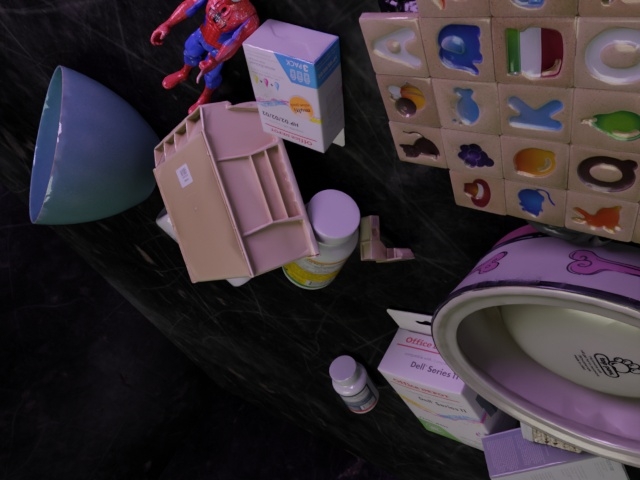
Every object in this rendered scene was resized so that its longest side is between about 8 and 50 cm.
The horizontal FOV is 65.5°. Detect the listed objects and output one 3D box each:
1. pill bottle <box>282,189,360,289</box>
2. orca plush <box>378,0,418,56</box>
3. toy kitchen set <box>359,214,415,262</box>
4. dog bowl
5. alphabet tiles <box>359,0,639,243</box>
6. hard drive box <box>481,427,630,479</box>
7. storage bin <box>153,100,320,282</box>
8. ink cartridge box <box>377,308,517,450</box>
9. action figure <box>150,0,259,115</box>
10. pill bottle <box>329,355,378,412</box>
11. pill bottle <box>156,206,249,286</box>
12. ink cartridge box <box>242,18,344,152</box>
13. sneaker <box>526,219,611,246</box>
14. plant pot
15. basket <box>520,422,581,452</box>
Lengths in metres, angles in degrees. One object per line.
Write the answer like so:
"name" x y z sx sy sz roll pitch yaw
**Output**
"pill bottle" 0.000 0.000 0.873 0.117 0.118 0.208 33 153 3
"orca plush" 0.101 -0.208 0.445 0.151 0.102 0.287 17 148 30
"toy kitchen set" 0.120 -0.003 0.833 0.083 0.075 0.068 2 172 -30
"dog bowl" 0.364 0.135 0.658 0.407 0.150 0.408 26 151 16
"alphabet tiles" 0.196 -0.098 0.386 0.342 0.011 0.285 17 153 34
"hard drive box" 0.467 0.444 0.985 0.232 0.089 0.181 -23 125 20
"storage bin" -0.157 -0.068 0.828 0.262 0.123 0.261 -10 99 57
"ink cartridge box" 0.267 0.306 1.069 0.207 0.119 0.353 3 140 45
"action figure" -0.169 -0.240 0.658 0.091 0.139 0.280 46 148 -10
"pill bottle" 0.095 0.415 1.446 0.107 0.108 0.180 11 144 37
"pill bottle" -0.235 -0.010 1.102 0.229 0.131 0.131 47 150 -23
"ink cartridge box" -0.028 -0.187 0.664 0.104 0.062 0.181 23 151 21
"sneaker" 0.318 -0.053 0.468 0.295 0.105 0.147 18 152 36
"plant pot" -0.427 -0.162 0.964 0.195 0.291 0.290 9 170 -37
"basket" 0.420 0.290 0.884 0.103 0.113 0.167 10 145 35
